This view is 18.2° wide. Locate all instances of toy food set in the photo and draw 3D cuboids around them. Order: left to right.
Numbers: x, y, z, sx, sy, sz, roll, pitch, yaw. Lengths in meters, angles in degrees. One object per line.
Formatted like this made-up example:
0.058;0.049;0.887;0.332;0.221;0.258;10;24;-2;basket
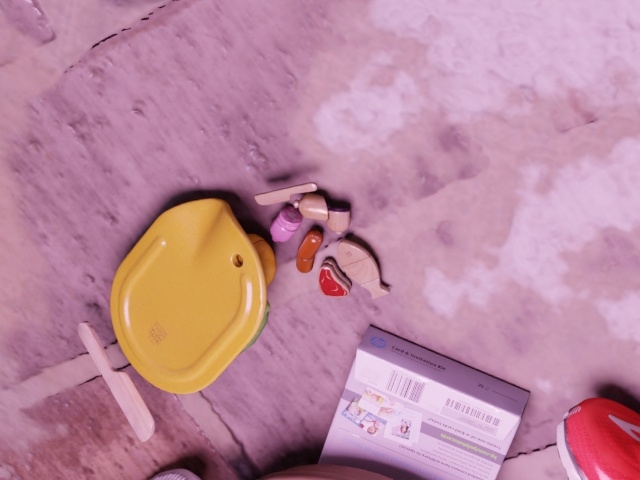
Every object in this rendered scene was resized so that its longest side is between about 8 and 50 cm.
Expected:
-0.102;0.053;1.646;0.128;0.071;0.218;53;127;13;toy food set
0.000;0.000;1.594;0.078;0.019;0.122;-12;125;28;toy food set

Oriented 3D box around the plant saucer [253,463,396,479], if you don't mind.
0.047;0.279;1.710;0.278;0.041;0.278;17;143;14;plant saucer

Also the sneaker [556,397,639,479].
0.307;0.205;1.523;0.279;0.107;0.118;41;136;14;sneaker

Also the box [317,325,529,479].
0.078;0.175;1.667;0.145;0.038;0.186;22;127;7;box

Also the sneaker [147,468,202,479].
-0.127;0.305;1.798;0.161;0.102;0.282;37;144;-9;sneaker
